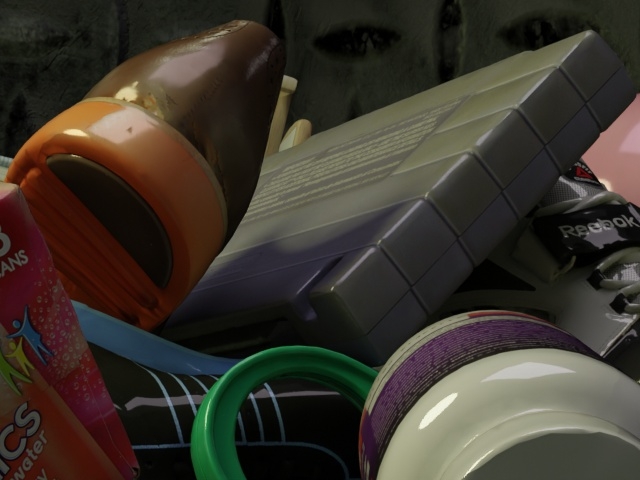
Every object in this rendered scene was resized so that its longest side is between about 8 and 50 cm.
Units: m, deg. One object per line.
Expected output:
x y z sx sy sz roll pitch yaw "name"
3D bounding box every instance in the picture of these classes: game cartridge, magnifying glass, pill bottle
0.000 0.000 0.940 0.230 0.068 0.355 -39 12 -30 "game cartridge"
0.055 0.098 0.711 0.231 0.092 0.026 8 -34 -21 "magnifying glass"
0.069 0.086 0.569 0.108 0.108 0.193 1 3 -1 "pill bottle"

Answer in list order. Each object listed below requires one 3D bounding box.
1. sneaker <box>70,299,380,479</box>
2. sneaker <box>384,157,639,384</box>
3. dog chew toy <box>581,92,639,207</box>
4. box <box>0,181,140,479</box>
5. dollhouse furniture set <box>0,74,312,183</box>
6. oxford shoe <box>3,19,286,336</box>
-0.052 0.095 0.736 0.232 0.081 0.090 13 39 1 "sneaker"
0.140 0.022 0.914 0.122 0.146 0.330 2 4 -32 "sneaker"
0.165 0.012 1.137 0.331 0.207 0.206 -6 -2 44 "dog chew toy"
-0.203 0.053 0.628 0.128 0.123 0.257 -32 23 -33 "box"
-0.185 -0.079 1.343 0.303 0.198 0.286 16 -19 -13 "dollhouse furniture set"
-0.116 0.004 0.875 0.133 0.130 0.363 -52 10 -33 "oxford shoe"
